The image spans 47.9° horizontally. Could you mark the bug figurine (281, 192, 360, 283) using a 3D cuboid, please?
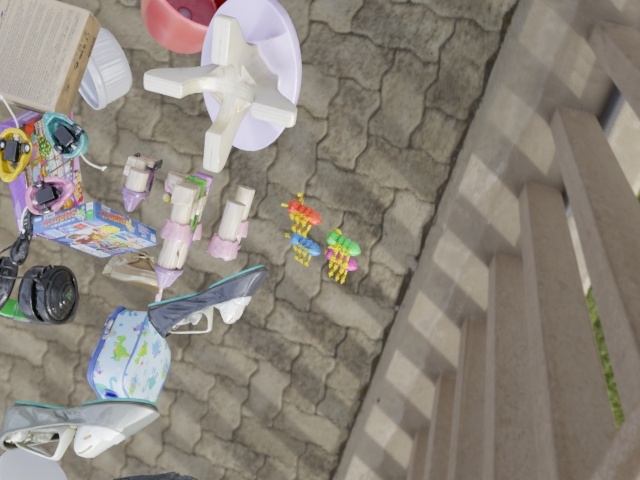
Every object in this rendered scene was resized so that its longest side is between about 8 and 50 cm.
[{"bbox_3d":[0.000,0.000,1.760,0.216,0.072,0.279,33,161,12],"label":"bug figurine"}]

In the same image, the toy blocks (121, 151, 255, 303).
[{"bbox_3d":[-0.330,-0.020,1.641,0.309,0.288,0.260,17,102,-3],"label":"toy blocks"}]

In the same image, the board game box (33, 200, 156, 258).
[{"bbox_3d":[-0.427,-0.016,1.383,0.136,0.201,0.035,-13,72,16],"label":"board game box"}]

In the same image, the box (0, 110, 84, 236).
[{"bbox_3d":[-0.678,-0.183,1.770,0.057,0.201,0.293,14,124,15],"label":"box"}]

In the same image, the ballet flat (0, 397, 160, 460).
[{"bbox_3d":[-0.286,0.226,0.850,0.213,0.068,0.072,-5,148,20],"label":"ballet flat"}]

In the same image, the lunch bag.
[{"bbox_3d":[-0.368,0.245,1.394,0.090,0.176,0.219,9,145,8],"label":"lunch bag"}]

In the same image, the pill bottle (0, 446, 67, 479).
[{"bbox_3d":[-0.560,0.475,1.182,0.283,0.161,0.161,-41,99,12],"label":"pill bottle"}]

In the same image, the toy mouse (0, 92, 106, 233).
[{"bbox_3d":[-0.302,-0.086,0.824,0.143,0.031,0.161,3,88,13],"label":"toy mouse"}]

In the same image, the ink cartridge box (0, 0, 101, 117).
[{"bbox_3d":[-0.602,-0.394,1.529,0.193,0.088,0.234,18,86,3],"label":"ink cartridge box"}]

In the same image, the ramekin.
[{"bbox_3d":[-0.579,-0.455,1.874,0.207,0.109,0.207,44,153,30],"label":"ramekin"}]

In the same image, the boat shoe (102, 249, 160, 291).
[{"bbox_3d":[-0.489,0.068,1.891,0.109,0.302,0.098,25,81,-30],"label":"boat shoe"}]

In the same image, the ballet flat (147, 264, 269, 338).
[{"bbox_3d":[-0.163,0.100,1.087,0.203,0.074,0.074,-20,108,10],"label":"ballet flat"}]

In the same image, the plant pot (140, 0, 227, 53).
[{"bbox_3d":[-0.281,-0.551,1.614,0.275,0.275,0.243,51,155,-11],"label":"plant pot"}]

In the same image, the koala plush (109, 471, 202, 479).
[{"bbox_3d":[-0.202,0.419,0.888,0.203,0.196,0.221,-11,88,12],"label":"koala plush"}]

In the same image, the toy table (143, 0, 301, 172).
[{"bbox_3d":[-0.136,-0.249,1.167,0.252,0.161,0.274,7,122,17],"label":"toy table"}]

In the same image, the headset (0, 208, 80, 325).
[{"bbox_3d":[-0.642,0.077,1.560,0.243,0.185,0.394,14,155,-14],"label":"headset"}]
